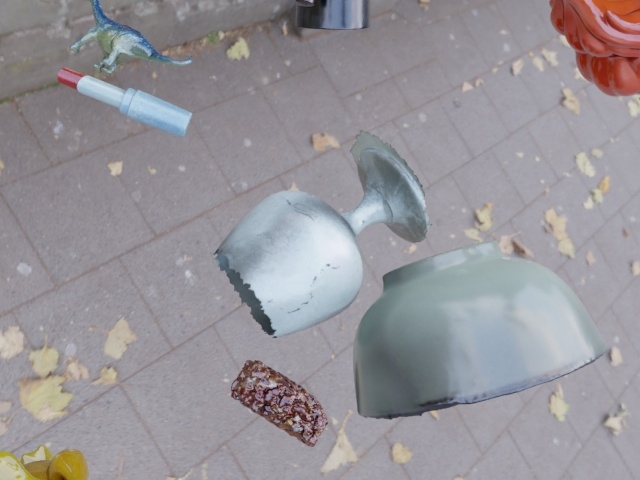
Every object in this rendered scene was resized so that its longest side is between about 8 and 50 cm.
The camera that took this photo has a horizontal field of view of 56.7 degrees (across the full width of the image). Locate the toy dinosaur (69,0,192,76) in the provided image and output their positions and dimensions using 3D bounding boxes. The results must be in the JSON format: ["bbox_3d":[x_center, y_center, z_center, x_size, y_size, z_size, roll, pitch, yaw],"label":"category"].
[{"bbox_3d":[-0.448,-0.435,1.314,0.363,0.076,0.147,34,81,23],"label":"toy dinosaur"}]

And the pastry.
[{"bbox_3d":[-0.078,0.322,1.178,0.208,0.115,0.097,34,85,0],"label":"pastry"}]

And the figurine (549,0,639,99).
[{"bbox_3d":[0.375,-0.290,0.688,0.181,0.257,0.208,33,44,18],"label":"figurine"}]

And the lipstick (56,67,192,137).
[{"bbox_3d":[-0.409,-0.294,1.246,0.274,0.061,0.068,21,24,-12],"label":"lipstick"}]

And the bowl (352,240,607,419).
[{"bbox_3d":[0.197,0.114,0.850,0.354,0.354,0.185,-11,79,-32],"label":"bowl"}]

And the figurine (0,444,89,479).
[{"bbox_3d":[-0.422,0.405,0.876,0.215,0.228,0.215,6,62,-11],"label":"figurine"}]

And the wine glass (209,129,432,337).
[{"bbox_3d":[0.000,0.000,0.978,0.323,0.238,0.238,-34,91,-19],"label":"wine glass"}]

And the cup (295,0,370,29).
[{"bbox_3d":[0.031,-0.535,1.236,0.166,0.239,0.177,1,114,-3],"label":"cup"}]
